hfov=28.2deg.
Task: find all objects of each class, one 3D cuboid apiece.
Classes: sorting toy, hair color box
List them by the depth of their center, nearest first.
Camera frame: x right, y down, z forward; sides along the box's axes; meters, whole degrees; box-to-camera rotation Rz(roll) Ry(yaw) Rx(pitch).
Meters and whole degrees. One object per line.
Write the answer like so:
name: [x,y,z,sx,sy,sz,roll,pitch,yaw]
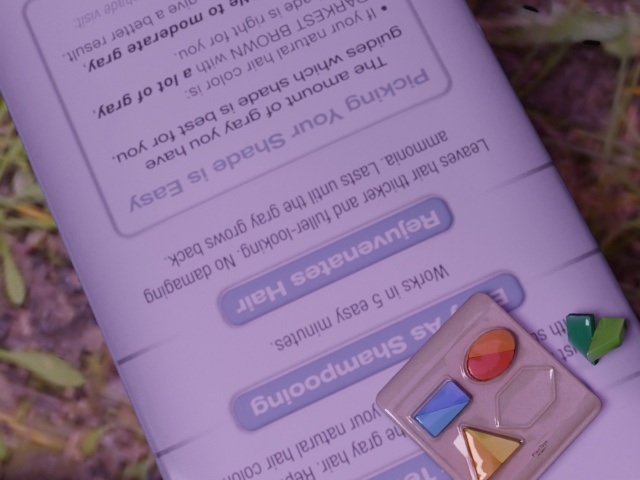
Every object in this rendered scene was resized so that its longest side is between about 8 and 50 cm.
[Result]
sorting toy: [0.069,0.048,0.452,0.062,0.012,0.083,43,82,12]
hair color box: [0.000,0.000,0.534,0.185,0.113,0.374,-25,75,-3]
